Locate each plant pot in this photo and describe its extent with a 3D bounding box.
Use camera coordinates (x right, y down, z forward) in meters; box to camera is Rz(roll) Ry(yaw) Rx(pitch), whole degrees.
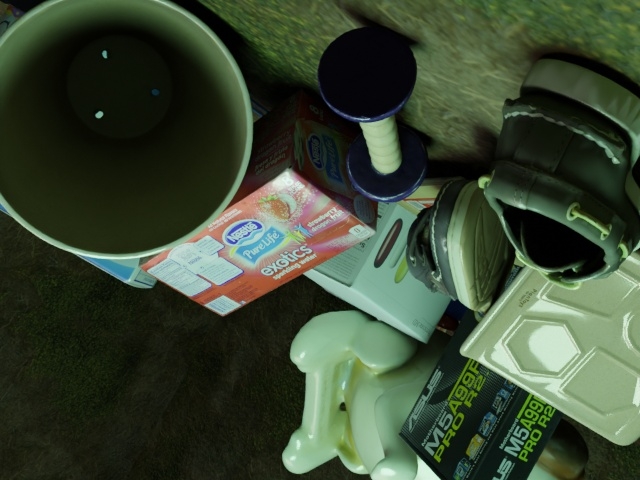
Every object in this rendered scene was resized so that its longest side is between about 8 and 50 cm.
[{"bbox_3d":[-0.215,-0.145,0.944,0.257,0.256,0.274,32,-170,-19],"label":"plant pot"}]

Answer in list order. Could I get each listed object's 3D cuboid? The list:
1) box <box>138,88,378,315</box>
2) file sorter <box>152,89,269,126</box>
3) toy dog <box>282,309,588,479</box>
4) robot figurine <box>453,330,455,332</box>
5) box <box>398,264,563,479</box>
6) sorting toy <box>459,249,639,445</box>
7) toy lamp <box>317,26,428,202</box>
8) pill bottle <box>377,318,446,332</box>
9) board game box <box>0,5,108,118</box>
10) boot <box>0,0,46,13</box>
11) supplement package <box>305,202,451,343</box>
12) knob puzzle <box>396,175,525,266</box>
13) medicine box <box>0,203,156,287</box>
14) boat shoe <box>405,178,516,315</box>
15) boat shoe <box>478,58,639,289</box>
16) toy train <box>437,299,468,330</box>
[{"bbox_3d":[-0.067,-0.034,0.964,0.128,0.122,0.257,34,135,-30],"label":"box"},{"bbox_3d":[-0.145,-0.137,1.118,0.170,0.118,0.104,25,177,41],"label":"file sorter"},{"bbox_3d":[0.189,0.307,1.292,0.396,0.284,0.408,-6,-152,-41],"label":"toy dog"},{"bbox_3d":[0.260,0.119,1.455,0.115,0.101,0.067,56,174,29],"label":"robot figurine"},{"bbox_3d":[0.207,0.151,1.004,0.060,0.270,0.216,30,180,-14],"label":"box"},{"bbox_3d":[0.268,0.088,0.840,0.208,0.193,0.038,28,-146,-3],"label":"sorting toy"},{"bbox_3d":[0.051,-0.090,0.742,0.080,0.080,0.274,29,172,13],"label":"toy lamp"},{"bbox_3d":[0.186,0.142,1.886,0.121,0.121,0.216,26,173,36],"label":"pill bottle"},{"bbox_3d":[-0.337,-0.214,1.273,0.144,0.142,0.275,27,174,29],"label":"board game box"},{"bbox_3d":[-0.351,-0.296,0.840,0.247,0.094,0.207,24,179,-5],"label":"boot"},{"bbox_3d":[0.057,0.009,1.226,0.204,0.145,0.262,26,174,35],"label":"supplement package"},{"bbox_3d":[0.176,-0.020,0.921,0.213,0.030,0.213,26,170,5],"label":"knob puzzle"},{"bbox_3d":[-0.342,-0.106,1.490,0.264,0.289,0.149,29,175,5],"label":"medicine box"},{"bbox_3d":[0.125,0.008,0.824,0.092,0.102,0.285,18,174,19],"label":"boat shoe"},{"bbox_3d":[0.174,-0.021,0.629,0.109,0.091,0.305,28,174,24],"label":"boat shoe"},{"bbox_3d":[0.229,0.088,1.365,0.248,0.105,0.143,26,-173,34],"label":"toy train"}]
